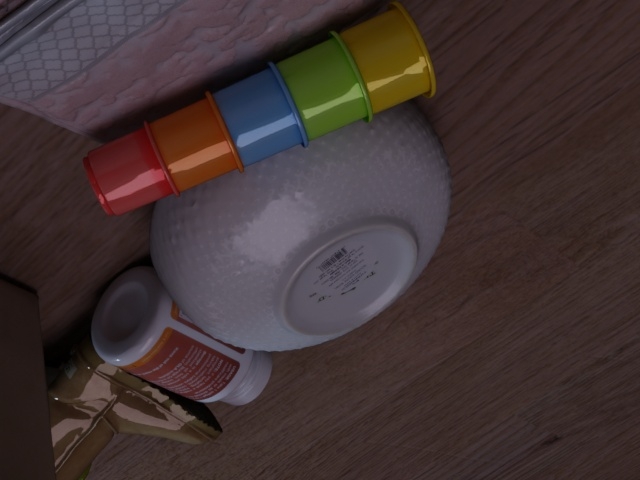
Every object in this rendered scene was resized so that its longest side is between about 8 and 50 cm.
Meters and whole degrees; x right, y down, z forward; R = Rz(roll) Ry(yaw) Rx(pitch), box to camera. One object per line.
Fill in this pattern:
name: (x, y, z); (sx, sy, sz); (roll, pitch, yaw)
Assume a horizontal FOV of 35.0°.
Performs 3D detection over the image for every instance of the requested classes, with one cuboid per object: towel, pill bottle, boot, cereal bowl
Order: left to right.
boot: (-0.291, 0.266, 1.259); (0.236, 0.089, 0.269); (38, 96, -27)
pill bottle: (-0.159, 0.124, 1.221); (0.121, 0.121, 0.216); (-35, 138, 19)
towel: (-0.101, -0.190, 0.846); (0.332, 0.053, 0.317); (-31, 164, 17)
cereal bowl: (0.000, 0.000, 1.076); (0.339, 0.141, 0.339); (-20, 141, -17)

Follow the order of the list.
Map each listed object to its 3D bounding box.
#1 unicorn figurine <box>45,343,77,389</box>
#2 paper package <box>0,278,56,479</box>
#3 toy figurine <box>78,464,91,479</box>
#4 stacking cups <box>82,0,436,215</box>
unicorn figurine: (-0.338, 0.178, 1.272); (0.162, 0.060, 0.111); (17, 133, -15)
paper package: (-0.431, 0.164, 1.003); (0.168, 0.324, 0.309); (-36, 139, 21)
toy figurine: (-0.497, 0.362, 1.324); (0.363, 0.191, 0.217); (-34, 133, 17)
stacking cups: (-0.058, -0.114, 0.907); (0.316, 0.096, 0.096); (-23, 141, -6)
